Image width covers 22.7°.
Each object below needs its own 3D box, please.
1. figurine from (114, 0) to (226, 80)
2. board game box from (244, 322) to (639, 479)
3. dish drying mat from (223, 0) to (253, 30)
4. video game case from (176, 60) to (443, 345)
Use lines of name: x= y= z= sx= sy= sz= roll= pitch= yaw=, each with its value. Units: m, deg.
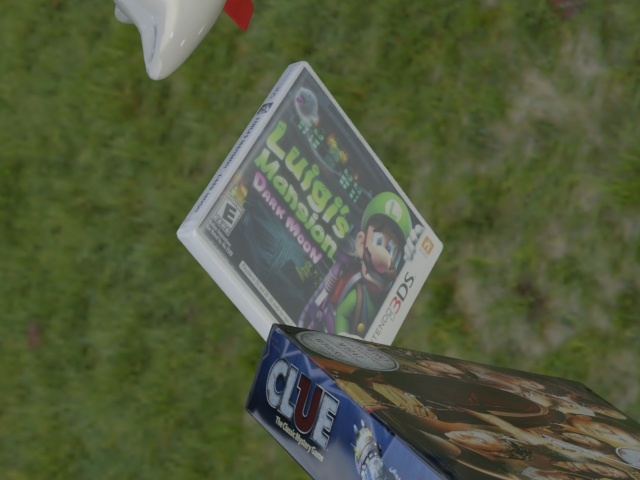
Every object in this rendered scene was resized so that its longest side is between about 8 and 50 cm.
figurine: x=-0.047 y=-0.198 z=0.717 sx=0.209 sy=0.092 sz=0.215 roll=-53 pitch=34 yaw=23
board game box: x=0.092 y=0.102 z=0.597 sx=0.243 sy=0.165 sz=0.042 roll=35 pitch=110 yaw=60
dish drying mat: x=-0.082 y=-0.231 z=1.559 sx=0.008 sy=0.083 sz=0.032 roll=19 pitch=86 yaw=15
video game case: x=0.000 y=0.000 z=1.114 sx=0.022 sy=0.190 sz=0.173 roll=-10 pitch=38 yaw=43
